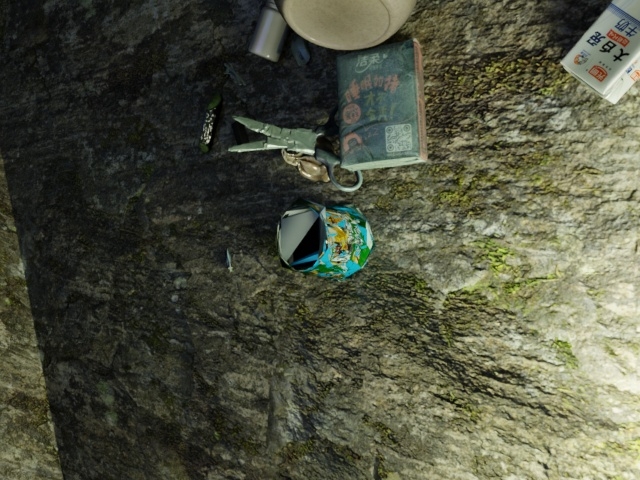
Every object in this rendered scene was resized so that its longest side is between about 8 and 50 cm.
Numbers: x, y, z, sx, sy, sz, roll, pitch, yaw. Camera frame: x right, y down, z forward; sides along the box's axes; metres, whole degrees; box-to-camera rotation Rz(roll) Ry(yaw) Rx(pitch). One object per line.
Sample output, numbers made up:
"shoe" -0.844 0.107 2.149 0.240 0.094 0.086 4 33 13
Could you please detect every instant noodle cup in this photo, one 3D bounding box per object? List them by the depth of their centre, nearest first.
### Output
"instant noodle cup" 0.000 0.000 1.701 0.240 0.178 0.240 -4 83 37

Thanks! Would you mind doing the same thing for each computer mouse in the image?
"computer mouse" -0.063 -0.585 1.892 0.056 0.032 0.110 -28 69 34

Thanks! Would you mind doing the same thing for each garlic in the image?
"garlic" -0.041 -0.243 1.749 0.127 0.194 0.131 -54 49 24

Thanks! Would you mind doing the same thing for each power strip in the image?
"power strip" -0.261 -0.340 2.026 0.029 0.038 0.111 -31 67 34

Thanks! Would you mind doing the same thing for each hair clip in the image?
"hair clip" -0.291 -0.552 2.075 0.115 0.030 0.039 52 136 32

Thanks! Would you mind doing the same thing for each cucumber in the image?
"cucumber" -0.378 -0.406 2.112 0.046 0.070 0.220 14 98 9

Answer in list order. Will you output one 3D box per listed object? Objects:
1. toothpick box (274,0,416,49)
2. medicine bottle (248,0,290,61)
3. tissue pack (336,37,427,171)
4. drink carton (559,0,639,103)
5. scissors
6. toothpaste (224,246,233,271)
"toothpick box" 0.069 -0.747 1.558 0.409 0.409 0.425 -5 69 38
"medicine bottle" -0.149 -0.662 1.922 0.103 0.103 0.187 31 105 36
"tissue pack" 0.160 -0.353 1.631 0.228 0.103 0.316 -4 84 23
"drink carton" 0.659 -0.446 1.262 0.315 0.106 0.130 -53 56 24
"scissors" -0.061 -0.267 1.675 0.029 0.383 0.256 160 112 -71
"toothpaste" -0.304 0.065 2.040 0.027 0.019 0.083 -41 57 48
